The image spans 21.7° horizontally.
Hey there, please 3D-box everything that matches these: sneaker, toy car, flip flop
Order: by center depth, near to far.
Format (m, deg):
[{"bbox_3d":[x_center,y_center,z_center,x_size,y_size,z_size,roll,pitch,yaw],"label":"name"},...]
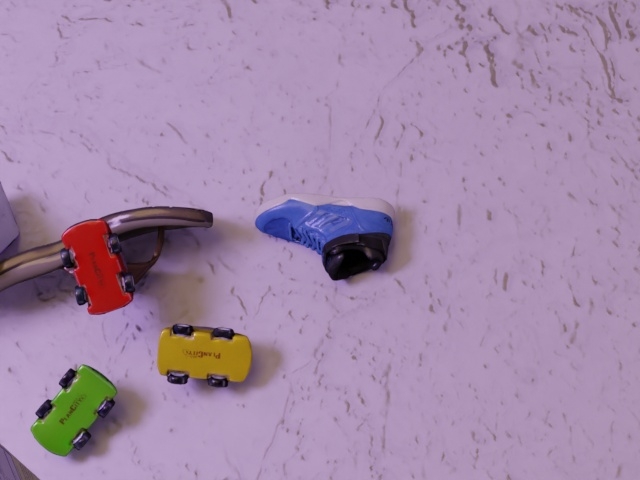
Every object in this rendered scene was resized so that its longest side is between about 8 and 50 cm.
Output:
[{"bbox_3d":[-0.217,0.124,1.737,0.239,0.053,0.225,39,94,-3],"label":"toy car"},{"bbox_3d":[0.000,-0.001,1.766,0.152,0.058,0.084,2,55,8],"label":"sneaker"},{"bbox_3d":[-0.243,0.025,1.800,0.277,0.112,0.080,-20,87,1],"label":"flip flop"}]

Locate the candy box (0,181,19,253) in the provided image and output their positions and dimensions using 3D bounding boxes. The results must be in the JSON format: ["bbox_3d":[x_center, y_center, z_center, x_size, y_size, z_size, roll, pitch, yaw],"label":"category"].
[{"bbox_3d":[-0.445,0.008,1.818,0.196,0.165,0.070,-16,102,6],"label":"candy box"}]

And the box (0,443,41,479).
[{"bbox_3d":[-0.367,0.302,1.598,0.213,0.243,0.117,-28,59,-2],"label":"box"}]
